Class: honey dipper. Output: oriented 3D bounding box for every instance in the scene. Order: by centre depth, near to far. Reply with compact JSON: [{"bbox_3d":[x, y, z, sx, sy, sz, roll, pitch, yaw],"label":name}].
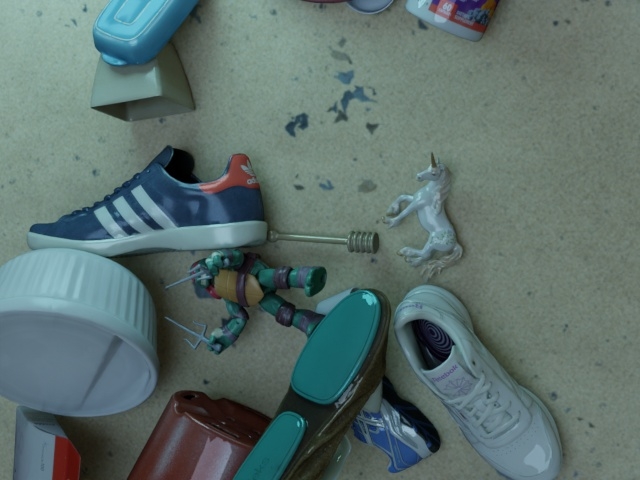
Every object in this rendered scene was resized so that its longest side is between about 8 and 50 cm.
[{"bbox_3d":[0.000,0.000,1.947,0.161,0.030,0.030,2,98,21],"label":"honey dipper"}]

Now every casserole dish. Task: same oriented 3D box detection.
[{"bbox_3d":[-0.235,-0.317,1.929,0.114,0.037,0.188,24,69,30],"label":"casserole dish"}]

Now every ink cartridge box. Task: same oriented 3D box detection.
[{"bbox_3d":[-0.396,0.356,2.036,0.066,0.232,0.189,3,100,-17],"label":"ink cartridge box"}]

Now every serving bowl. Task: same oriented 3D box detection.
[{"bbox_3d":[0.067,-0.339,1.879,0.083,0.027,0.083,2,97,18],"label":"serving bowl"}]

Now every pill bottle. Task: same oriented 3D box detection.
[{"bbox_3d":[0.192,-0.357,1.790,0.108,0.108,0.193,28,105,14],"label":"pill bottle"}]

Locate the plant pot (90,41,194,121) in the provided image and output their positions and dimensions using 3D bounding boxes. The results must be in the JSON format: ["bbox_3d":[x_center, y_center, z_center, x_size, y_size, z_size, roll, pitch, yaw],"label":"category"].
[{"bbox_3d":[-0.247,-0.227,1.965,0.109,0.109,0.096,-7,82,20],"label":"plant pot"}]

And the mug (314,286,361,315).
[{"bbox_3d":[0.029,0.107,1.935,0.064,0.062,0.078,-15,85,28],"label":"mug"}]

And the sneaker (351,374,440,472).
[{"bbox_3d":[0.063,0.224,1.924,0.081,0.080,0.211,-44,85,20],"label":"sneaker"}]

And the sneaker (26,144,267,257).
[{"bbox_3d":[-0.243,-0.053,1.981,0.350,0.131,0.148,-4,89,14],"label":"sneaker"}]

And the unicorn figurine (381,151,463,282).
[{"bbox_3d":[0.139,-0.035,1.884,0.111,0.060,0.162,-25,105,20],"label":"unicorn figurine"}]

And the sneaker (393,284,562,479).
[{"bbox_3d":[0.191,0.200,1.842,0.114,0.152,0.305,-41,85,17],"label":"sneaker"}]

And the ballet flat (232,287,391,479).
[{"bbox_3d":[0.008,0.227,1.821,0.116,0.124,0.342,20,78,46],"label":"ballet flat"}]

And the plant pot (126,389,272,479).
[{"bbox_3d":[-0.158,0.363,1.938,0.272,0.272,0.265,25,97,14],"label":"plant pot"}]

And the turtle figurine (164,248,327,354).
[{"bbox_3d":[-0.106,0.066,1.919,0.234,0.118,0.175,9,137,23],"label":"turtle figurine"}]

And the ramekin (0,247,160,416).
[{"bbox_3d":[-0.348,0.123,1.972,0.273,0.127,0.273,5,142,4],"label":"ramekin"}]

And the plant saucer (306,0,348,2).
[{"bbox_3d":[0.004,-0.475,1.836,0.332,0.084,0.332,0,91,20],"label":"plant saucer"}]
